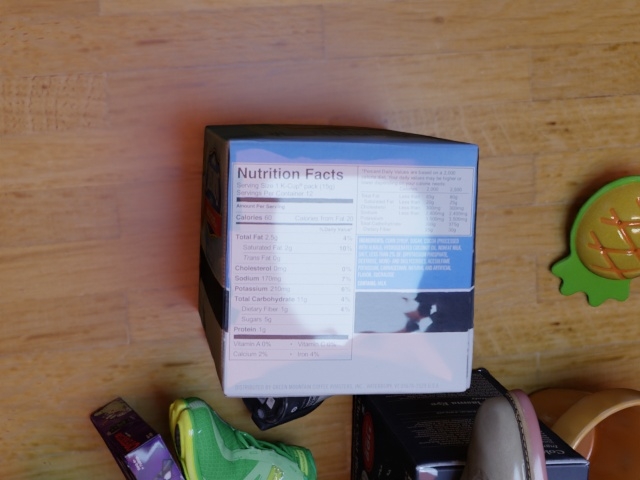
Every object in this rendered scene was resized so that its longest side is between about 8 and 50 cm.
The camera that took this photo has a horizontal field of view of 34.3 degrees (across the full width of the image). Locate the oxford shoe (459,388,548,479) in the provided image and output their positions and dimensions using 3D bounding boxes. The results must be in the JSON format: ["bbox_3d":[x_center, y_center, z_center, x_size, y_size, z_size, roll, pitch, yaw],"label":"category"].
[{"bbox_3d":[0.120,0.299,0.919,0.130,0.123,0.348,7,97,-4],"label":"oxford shoe"}]

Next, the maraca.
[{"bbox_3d":[0.357,0.002,1.248,0.127,0.099,0.186,23,120,-7],"label":"maraca"}]

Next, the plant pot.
[{"bbox_3d":[0.316,0.260,1.223,0.205,0.188,0.205,-3,99,-18],"label":"plant pot"}]

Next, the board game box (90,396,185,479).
[{"bbox_3d":[-0.139,0.348,1.151,0.056,0.208,0.347,-30,102,-14],"label":"board game box"}]

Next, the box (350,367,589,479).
[{"bbox_3d":[0.144,0.349,1.150,0.179,0.312,0.343,0,98,-10],"label":"box"}]

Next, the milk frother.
[{"bbox_3d":[-0.043,0.134,1.198,0.134,0.129,0.143,-15,70,-42],"label":"milk frother"}]

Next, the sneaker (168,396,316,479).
[{"bbox_3d":[-0.075,0.255,1.167,0.123,0.109,0.295,-31,132,2],"label":"sneaker"}]

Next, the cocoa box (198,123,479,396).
[{"bbox_3d":[0.000,0.000,1.050,0.231,0.347,0.228,0,98,-10],"label":"cocoa box"}]
